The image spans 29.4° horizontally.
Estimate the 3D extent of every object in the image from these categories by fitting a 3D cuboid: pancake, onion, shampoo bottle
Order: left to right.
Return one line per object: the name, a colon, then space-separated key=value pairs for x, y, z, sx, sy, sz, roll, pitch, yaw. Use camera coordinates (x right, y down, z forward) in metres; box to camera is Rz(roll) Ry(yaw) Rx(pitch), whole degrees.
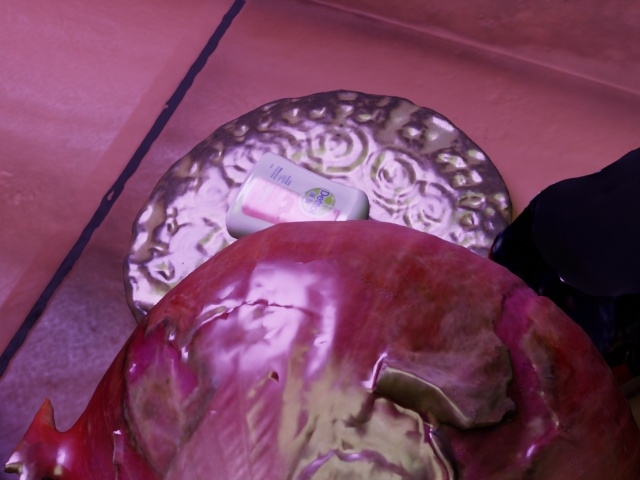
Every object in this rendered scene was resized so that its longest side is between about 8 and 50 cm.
shampoo bottle: x=-0.011 y=-0.017 z=0.894 sx=0.099 sy=0.043 sz=0.072 roll=23 pitch=67 yaw=19
pancake: x=0.000 y=0.000 z=0.927 sx=0.286 sy=0.033 sz=0.288 roll=22 pitch=65 yaw=18
onion: x=0.006 y=0.159 z=0.668 sx=0.353 sy=0.353 sz=0.354 roll=-4 pitch=59 yaw=6

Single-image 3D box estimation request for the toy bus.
toy bus: x=0.260 y=-0.004 z=0.824 sx=0.302 sy=0.147 sz=0.127 roll=-28 pitch=59 yaw=-11
